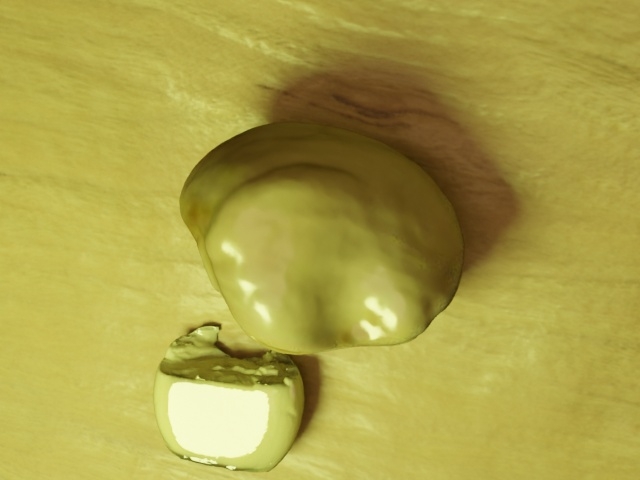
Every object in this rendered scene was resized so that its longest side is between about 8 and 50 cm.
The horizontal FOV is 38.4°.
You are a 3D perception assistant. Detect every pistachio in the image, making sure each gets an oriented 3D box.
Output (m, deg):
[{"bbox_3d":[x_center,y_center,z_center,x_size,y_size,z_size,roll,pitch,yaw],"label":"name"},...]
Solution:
[{"bbox_3d":[0.000,0.000,1.389,0.446,0.281,0.365,21,73,2],"label":"pistachio"}]

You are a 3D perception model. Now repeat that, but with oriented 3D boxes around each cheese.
[{"bbox_3d":[-0.159,0.279,1.595,0.266,0.127,0.233,7,102,11],"label":"cheese"}]
